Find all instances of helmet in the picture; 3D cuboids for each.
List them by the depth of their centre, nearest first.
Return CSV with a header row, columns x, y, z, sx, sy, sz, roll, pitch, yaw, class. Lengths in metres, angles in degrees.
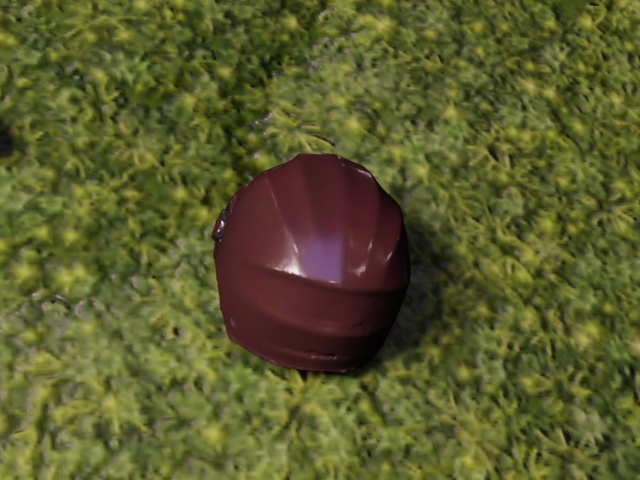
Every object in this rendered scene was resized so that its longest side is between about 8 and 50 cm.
x,y,z,sx,sy,sz,roll,pitch,yaw,class
0.000,0.000,0.687,0.098,0.070,0.123,8,54,-14,helmet
